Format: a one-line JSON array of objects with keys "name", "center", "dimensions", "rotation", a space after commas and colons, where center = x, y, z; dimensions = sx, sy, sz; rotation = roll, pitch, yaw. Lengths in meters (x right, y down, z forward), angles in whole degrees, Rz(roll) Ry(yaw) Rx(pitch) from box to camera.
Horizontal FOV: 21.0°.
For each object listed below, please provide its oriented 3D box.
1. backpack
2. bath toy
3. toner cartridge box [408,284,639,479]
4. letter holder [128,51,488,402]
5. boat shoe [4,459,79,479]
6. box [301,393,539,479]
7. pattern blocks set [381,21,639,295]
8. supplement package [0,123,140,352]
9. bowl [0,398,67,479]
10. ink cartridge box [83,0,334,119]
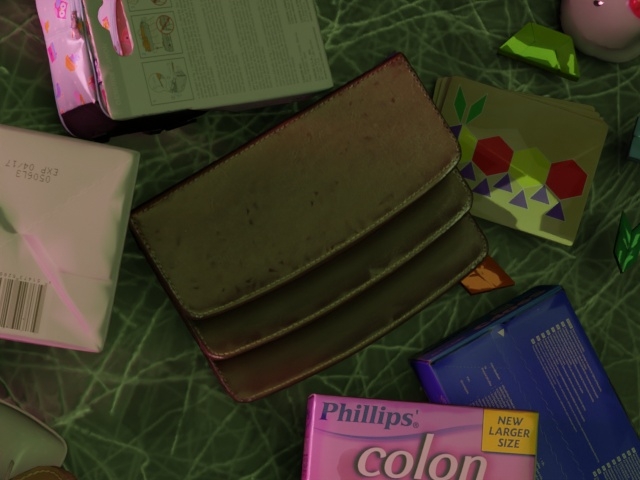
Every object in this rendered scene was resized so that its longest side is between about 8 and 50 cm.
[{"name": "backpack", "center": [-0.177, -0.204, 1.640], "dimensions": [0.166, 0.144, 0.188], "rotation": [-13, 81, -39]}, {"name": "bath toy", "center": [0.377, -0.337, 1.782], "dimensions": [0.151, 0.129, 0.348], "rotation": [42, 81, -9]}, {"name": "toner cartridge box", "center": [0.246, 0.235, 1.767], "dimensions": [0.165, 0.075, 0.348], "rotation": [-28, 95, -13]}, {"name": "letter holder", "center": [0.000, 0.000, 1.645], "dimensions": [0.302, 0.152, 0.214], "rotation": [-31, 84, -6]}, {"name": "boat shoe", "center": [-0.323, 0.287, 1.535], "dimensions": [0.285, 0.104, 0.089], "rotation": [-41, 141, -33]}, {"name": "box", "center": [0.086, 0.274, 1.630], "dimensions": [0.213, 0.117, 0.243], "rotation": [5, 82, -3]}, {"name": "pattern blocks set", "center": [0.188, -0.083, 1.753], "dimensions": [0.324, 0.026, 0.285], "rotation": [26, 80, 3]}, {"name": "supplement package", "center": [-0.277, -0.001, 1.541], "dimensions": [0.177, 0.293, 0.175], "rotation": [11, 86, -12]}, {"name": "bowl", "center": [-0.327, 0.213, 1.627], "dimensions": [0.142, 0.053, 0.142], "rotation": [-56, 136, -7]}, {"name": "ink cartridge box", "center": [-0.115, -0.209, 1.576], "dimensions": [0.232, 0.066, 0.189], "rotation": [-12, 86, -26]}]
